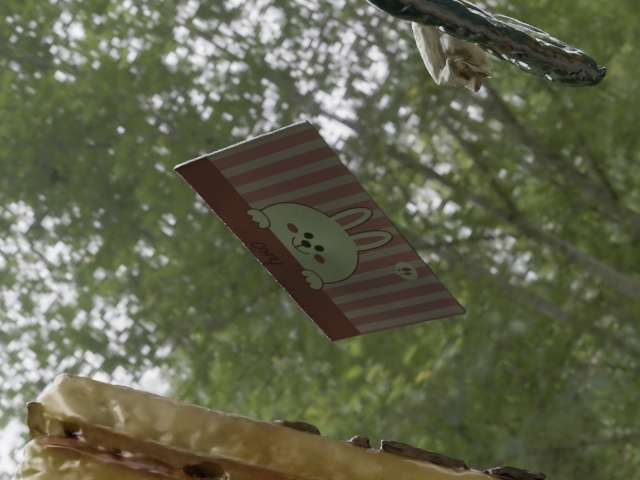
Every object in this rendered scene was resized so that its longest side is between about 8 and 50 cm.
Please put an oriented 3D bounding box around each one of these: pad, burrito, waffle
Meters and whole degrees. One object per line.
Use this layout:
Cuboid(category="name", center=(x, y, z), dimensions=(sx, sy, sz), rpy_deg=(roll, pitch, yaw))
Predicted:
Cuboid(category="pad", center=(0.000, 0.000, 1.481), dimensions=(0.300, 0.202, 0.005), rpy_deg=(50, -134, -28))
Cuboid(category="burrito", center=(0.115, -0.241, 1.335), dimensions=(0.087, 0.226, 0.060), rpy_deg=(3, -27, -30))
Cuboid(category="waffle", center=(-0.004, 0.230, 0.852), dimensions=(0.261, 0.376, 0.114), rpy_deg=(97, -172, -49))

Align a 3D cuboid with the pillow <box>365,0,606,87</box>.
Cuboid(category="pillow", center=(0.054, -0.166, 0.897), dimensions=(0.189, 0.255, 0.034), rpy_deg=(20, -78, -32))
